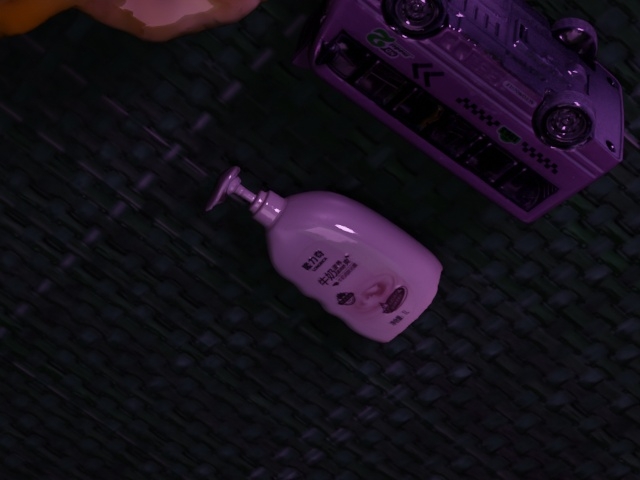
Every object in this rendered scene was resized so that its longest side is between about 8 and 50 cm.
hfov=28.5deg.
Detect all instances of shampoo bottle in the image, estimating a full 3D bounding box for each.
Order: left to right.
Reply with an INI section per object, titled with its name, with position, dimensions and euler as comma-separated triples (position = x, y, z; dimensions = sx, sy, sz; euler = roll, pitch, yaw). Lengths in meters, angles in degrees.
[shampoo bottle]
position = 0.000, 0.000, 0.790
dimensions = 0.152, 0.045, 0.077
euler = 36, 125, -15

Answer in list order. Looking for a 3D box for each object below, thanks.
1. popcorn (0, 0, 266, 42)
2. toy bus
[popcorn]
position = -0.169, -0.222, 0.550
dimensions = 0.334, 0.293, 0.292
euler = 0, 170, 14
[toy bus]
position = 0.075, -0.092, 0.681
dimensions = 0.178, 0.087, 0.098
euler = 34, 131, -17
